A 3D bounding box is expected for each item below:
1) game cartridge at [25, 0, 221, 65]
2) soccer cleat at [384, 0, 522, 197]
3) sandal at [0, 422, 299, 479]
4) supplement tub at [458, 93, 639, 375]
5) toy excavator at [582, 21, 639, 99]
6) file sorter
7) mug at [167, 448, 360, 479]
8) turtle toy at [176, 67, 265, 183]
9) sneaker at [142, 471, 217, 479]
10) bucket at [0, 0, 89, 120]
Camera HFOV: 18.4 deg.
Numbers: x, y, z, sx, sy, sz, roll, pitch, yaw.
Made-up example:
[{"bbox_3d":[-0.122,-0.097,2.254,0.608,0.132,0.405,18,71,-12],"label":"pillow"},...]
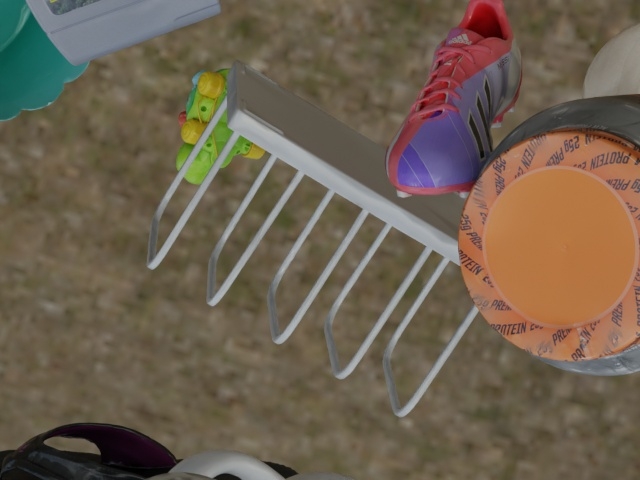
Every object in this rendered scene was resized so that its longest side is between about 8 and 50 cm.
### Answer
[{"bbox_3d":[-0.223,-0.315,1.990,0.196,0.060,0.294,-19,133,-4],"label":"game cartridge"},{"bbox_3d":[0.100,-0.106,1.475,0.083,0.248,0.095,2,114,18],"label":"soccer cleat"},{"bbox_3d":[-0.239,0.275,2.365,0.446,0.107,0.167,1,-156,-8],"label":"sandal"},{"bbox_3d":[0.224,-0.009,1.422,0.194,0.193,0.316,7,-172,24],"label":"supplement tub"},{"bbox_3d":[0.475,-0.026,1.659,0.445,0.433,0.222,-18,170,20],"label":"toy excavator"},{"bbox_3d":[0.000,0.000,1.752,0.278,0.173,0.193,31,-167,-12],"label":"file sorter"},{"bbox_3d":[-0.054,0.362,1.865,0.276,0.328,0.374,-3,132,41],"label":"mug"},{"bbox_3d":[-0.101,-0.114,1.936,0.095,0.130,0.066,13,-167,-37],"label":"turtle toy"},{"bbox_3d":[-0.172,0.266,1.216,0.126,0.321,0.127,35,132,34],"label":"sneaker"},{"bbox_3d":[-0.407,-0.285,2.303,0.281,0.281,0.183,29,-177,-33],"label":"bucket"}]
